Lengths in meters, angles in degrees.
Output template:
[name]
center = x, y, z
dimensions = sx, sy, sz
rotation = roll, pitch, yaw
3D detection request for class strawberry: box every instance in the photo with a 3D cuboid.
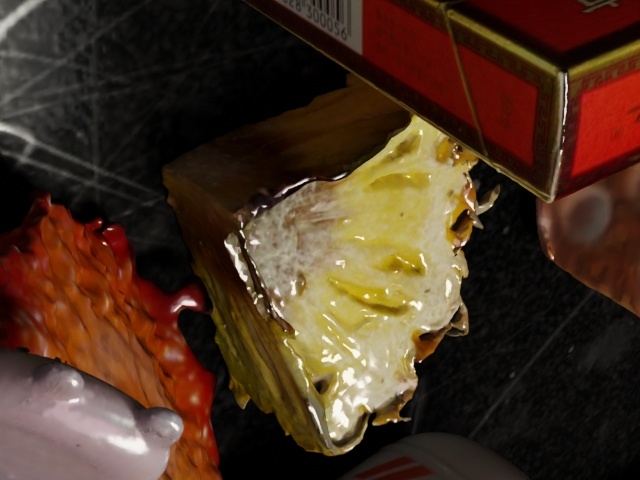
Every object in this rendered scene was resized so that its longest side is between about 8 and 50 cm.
[strawberry]
center = -0.150, 0.102, 0.690
dimensions = 0.178, 0.234, 0.234
rotation = -21, 138, 13

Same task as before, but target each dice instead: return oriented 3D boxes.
[dice]
center = 0.265, -0.033, 0.935
dimensions = 0.174, 0.175, 0.179
rotation = 10, 106, -44

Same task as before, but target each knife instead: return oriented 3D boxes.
[knife]
center = -0.193, 0.139, 0.580
dimensions = 0.132, 0.038, 0.399
rotation = 26, 136, -26

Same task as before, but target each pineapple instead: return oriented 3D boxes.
[pineapple]
center = 0.000, 0.000, 0.791
dimensions = 0.186, 0.114, 0.236
rotation = 10, 100, -44

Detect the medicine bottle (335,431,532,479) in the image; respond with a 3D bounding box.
[medicine bottle]
center = 0.021, 0.291, 0.882
dimensions = 0.306, 0.245, 0.245
rotation = -31, 133, -22

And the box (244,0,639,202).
[box]
center = 0.083, -0.120, 0.667
dimensions = 0.153, 0.240, 0.074
rotation = -20, 131, -31
